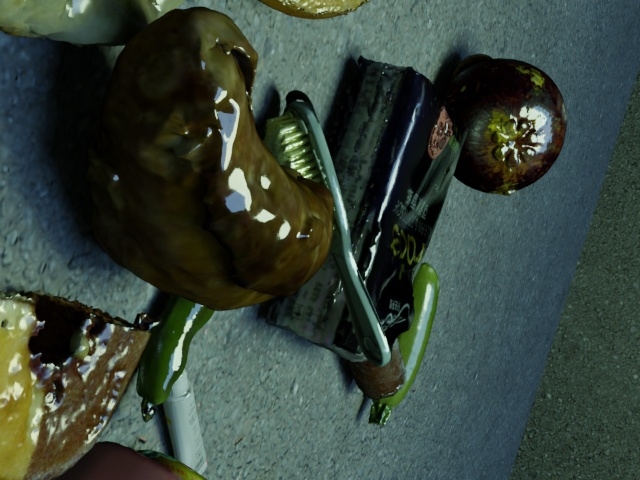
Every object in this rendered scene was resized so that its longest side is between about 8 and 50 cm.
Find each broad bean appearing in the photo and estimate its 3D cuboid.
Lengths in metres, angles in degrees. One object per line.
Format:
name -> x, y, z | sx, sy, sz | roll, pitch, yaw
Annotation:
broad bean -> -0.108, 0.047, 0.956 | 0.254, 0.046, 0.065 | -61, 143, -28

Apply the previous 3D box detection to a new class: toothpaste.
toothpaste -> -0.134, 0.187, 1.023 | 0.190, 0.031, 0.048 | 88, 27, -45

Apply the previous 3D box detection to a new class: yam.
yam -> 0.076, 0.159, 1.419 | 0.079, 0.079, 0.141 | -60, 154, -26

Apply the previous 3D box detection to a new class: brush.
brush -> 0.000, 0.000, 1.029 | 0.060, 0.068, 0.297 | -25, 103, -24

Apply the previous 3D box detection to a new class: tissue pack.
tissue pack -> 0.071, -0.021, 1.217 | 0.245, 0.123, 0.332 | 29, 79, -64

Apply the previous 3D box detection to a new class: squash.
squash -> 0.124, 0.154, 1.541 | 0.066, 0.066, 0.252 | 8, 100, -67

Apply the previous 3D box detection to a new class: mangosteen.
mangosteen -> 0.249, -0.174, 1.476 | 0.217, 0.192, 0.192 | -98, -168, -63

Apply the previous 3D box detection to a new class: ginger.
ginger -> -0.085, -0.036, 0.794 | 0.172, 0.165, 0.321 | -50, 158, -10

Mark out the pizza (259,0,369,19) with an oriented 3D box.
pizza -> -0.008, -0.299, 0.921 | 0.188, 0.062, 0.199 | -12, 110, -56

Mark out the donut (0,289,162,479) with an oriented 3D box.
donut -> -0.215, 0.086, 0.692 | 0.141, 0.085, 0.217 | -69, 156, -7

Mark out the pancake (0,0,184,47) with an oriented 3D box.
pancake -> -0.112, -0.302, 0.644 | 0.387, 0.082, 0.387 | 19, 90, -72

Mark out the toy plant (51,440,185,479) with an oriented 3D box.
toy plant -> -0.195, 0.317, 0.712 | 0.356, 0.210, 0.317 | -45, -173, -29

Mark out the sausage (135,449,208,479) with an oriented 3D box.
sausage -> -0.071, 0.308, 1.006 | 0.371, 0.082, 0.082 | 44, 59, -25
